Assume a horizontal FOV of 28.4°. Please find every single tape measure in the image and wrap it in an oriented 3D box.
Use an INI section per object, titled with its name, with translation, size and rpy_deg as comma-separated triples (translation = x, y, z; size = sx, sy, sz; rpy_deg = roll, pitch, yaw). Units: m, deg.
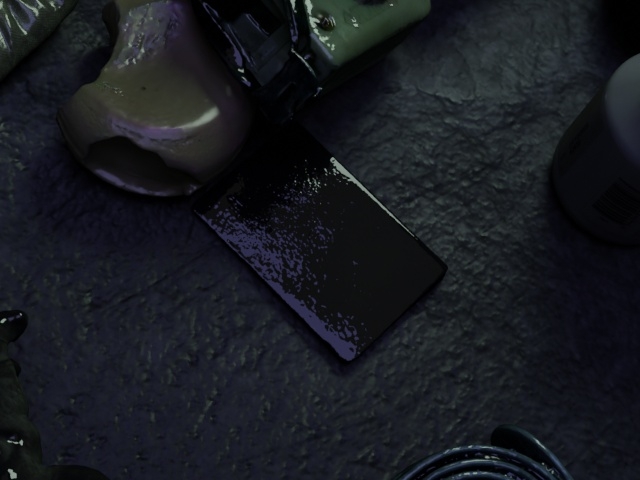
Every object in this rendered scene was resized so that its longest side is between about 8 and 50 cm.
[tape measure]
translation = -0.021, -0.226, 1.079
size = 0.207, 0.115, 0.235
rpy_deg = 53, 39, -1

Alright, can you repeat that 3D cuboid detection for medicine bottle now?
[medicine bottle]
translation = 0.297, -0.092, 1.090
size = 0.135, 0.215, 0.135
rpy_deg = 5, 66, -11

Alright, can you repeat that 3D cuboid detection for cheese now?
[cheese]
translation = -0.127, -0.175, 1.108
size = 0.163, 0.082, 0.286
rpy_deg = 14, 62, -9

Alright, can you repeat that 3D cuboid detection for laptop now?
[laptop]
translation = 0.000, 0.000, 1.096
size = 0.135, 0.016, 0.197
rpy_deg = -40, 79, -23

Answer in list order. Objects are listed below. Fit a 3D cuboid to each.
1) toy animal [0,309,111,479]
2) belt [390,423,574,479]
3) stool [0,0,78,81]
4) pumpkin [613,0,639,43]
[toy animal]
translation = -0.264, 0.123, 0.895
size = 0.343, 0.106, 0.168
rpy_deg = 41, 43, 17
[belt]
translation = 0.113, 0.266, 0.951
size = 0.206, 0.116, 0.267
rpy_deg = 13, 68, -2
[stool]
translation = -0.381, -0.253, 1.000
size = 0.310, 0.226, 0.310
rpy_deg = 37, 66, 4
[pumpkin]
translation = 0.377, -0.254, 1.221
size = 0.202, 0.140, 0.202
rpy_deg = 6, 67, -14
